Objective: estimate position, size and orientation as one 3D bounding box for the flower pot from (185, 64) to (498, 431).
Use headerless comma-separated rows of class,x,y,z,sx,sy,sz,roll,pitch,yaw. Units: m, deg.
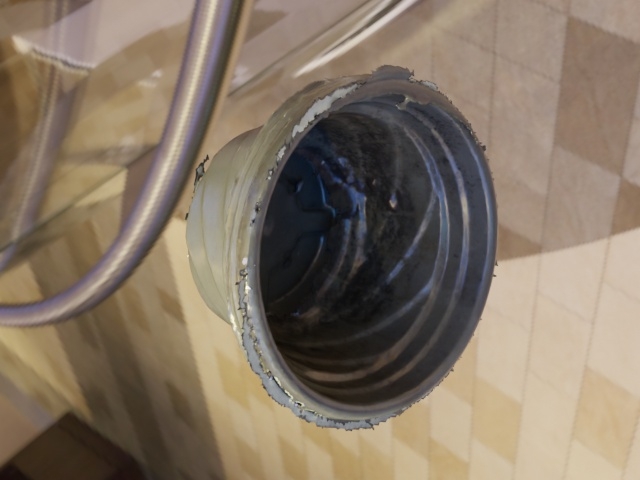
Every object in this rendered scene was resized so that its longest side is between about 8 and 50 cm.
flower pot,0.000,0.000,0.709,0.140,0.235,0.236,12,134,46
